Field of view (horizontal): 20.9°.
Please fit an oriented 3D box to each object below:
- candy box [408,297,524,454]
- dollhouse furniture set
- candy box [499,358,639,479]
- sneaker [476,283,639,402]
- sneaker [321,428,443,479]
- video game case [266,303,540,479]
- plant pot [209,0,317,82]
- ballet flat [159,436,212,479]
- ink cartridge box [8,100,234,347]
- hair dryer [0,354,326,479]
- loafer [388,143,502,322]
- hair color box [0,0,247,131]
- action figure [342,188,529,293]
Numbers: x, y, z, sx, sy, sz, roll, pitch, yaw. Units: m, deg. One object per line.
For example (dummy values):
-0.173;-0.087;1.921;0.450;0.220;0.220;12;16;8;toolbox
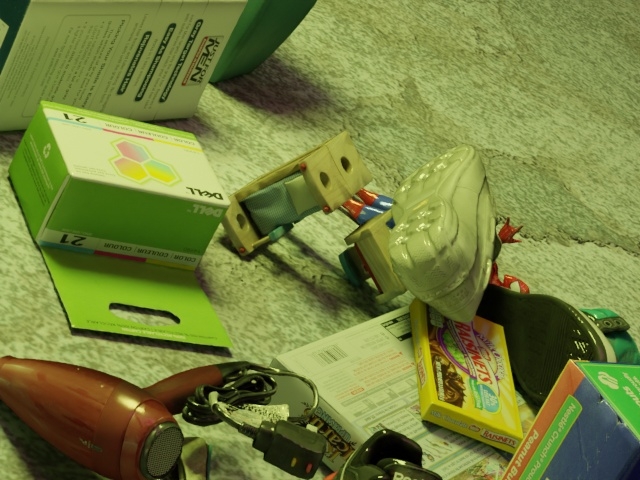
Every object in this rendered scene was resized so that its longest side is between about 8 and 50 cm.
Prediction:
0.146;0.132;1.763;0.105;0.027;0.206;24;27;-14;candy box
0.000;0.000;1.917;0.183;0.129;0.129;61;29;-5;dollhouse furniture set
0.302;0.251;1.583;0.317;0.268;0.122;5;33;-40;candy box
0.281;0.132;1.875;0.178;0.123;0.295;18;5;-24;sneaker
0.054;0.262;1.467;0.098;0.135;0.276;24;29;-16;sneaker
0.101;0.183;1.727;0.244;0.061;0.269;39;28;21;video game case
-0.102;-0.330;2.216;0.166;0.234;0.165;39;28;15;plant pot
-0.118;0.219;1.468;0.052;0.057;0.168;13;20;-11;ballet flat
-0.185;-0.015;1.748;0.189;0.097;0.255;11;32;-33;ink cartridge box
-0.142;0.151;1.496;0.294;0.080;0.223;12;9;-8;hair dryer
0.140;-0.011;1.890;0.111;0.112;0.319;55;23;-15;loafer
-0.256;-0.226;1.953;0.105;0.174;0.347;43;29;26;hair color box
0.148;-0.032;2.070;0.280;0.139;0.091;37;29;8;action figure
